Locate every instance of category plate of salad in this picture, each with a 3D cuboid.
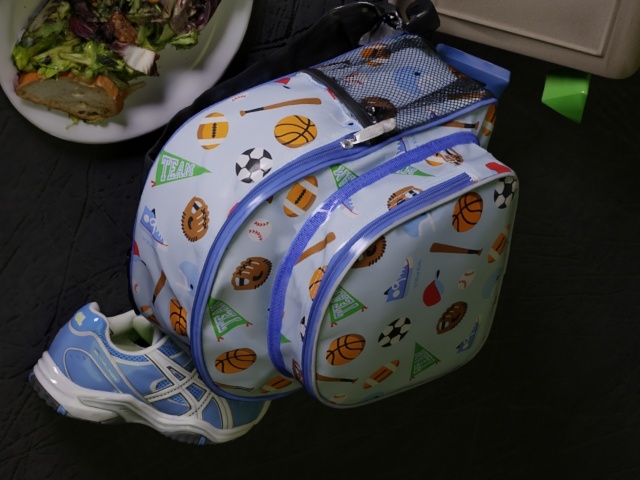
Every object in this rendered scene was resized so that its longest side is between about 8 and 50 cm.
[{"bbox_3d":[-0.127,-0.151,1.198,0.200,0.048,0.200,-18,128,-25],"label":"plate of salad"}]

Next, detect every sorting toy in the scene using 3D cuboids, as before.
[{"bbox_3d":[0.153,-0.207,1.271,0.196,0.047,0.348,13,145,4],"label":"sorting toy"}]

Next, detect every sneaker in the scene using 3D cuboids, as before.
[{"bbox_3d":[-0.115,0.101,1.355,0.211,0.080,0.081,11,115,-42],"label":"sneaker"}]

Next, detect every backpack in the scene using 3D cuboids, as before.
[{"bbox_3d":[0.000,0.000,1.275,0.263,0.213,0.276,-16,130,-25],"label":"backpack"}]
